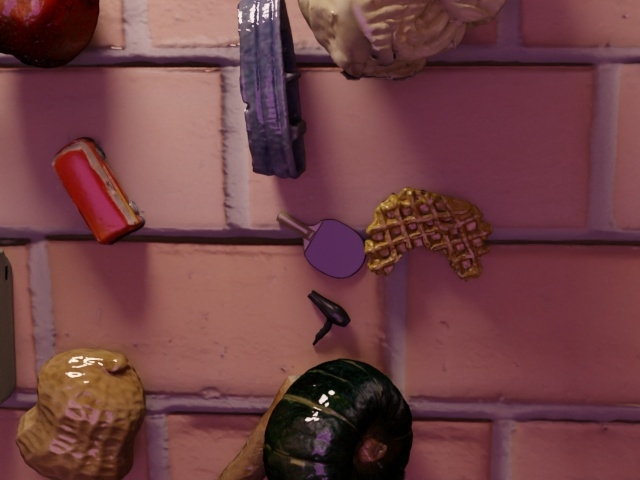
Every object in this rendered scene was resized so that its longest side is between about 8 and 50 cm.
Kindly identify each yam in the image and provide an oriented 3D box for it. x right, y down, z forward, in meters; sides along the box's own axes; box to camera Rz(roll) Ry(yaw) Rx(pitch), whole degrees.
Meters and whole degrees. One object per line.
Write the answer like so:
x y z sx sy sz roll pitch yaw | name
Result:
-0.099 0.345 1.515 0.066 0.066 0.299 34 100 -2 | yam

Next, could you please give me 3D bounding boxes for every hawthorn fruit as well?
-0.414 -0.375 1.371 0.181 0.181 0.235 14 90 2 | hawthorn fruit

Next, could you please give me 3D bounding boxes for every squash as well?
0.030 0.307 1.414 0.165 0.252 0.252 15 104 45 | squash

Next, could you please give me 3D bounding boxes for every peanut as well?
-0.380 0.286 1.502 0.197 0.110 0.233 21 102 0 | peanut

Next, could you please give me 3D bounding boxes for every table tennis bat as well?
0.000 0.000 1.477 0.157 0.013 0.087 32 101 -2 | table tennis bat

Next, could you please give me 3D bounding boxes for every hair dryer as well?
-0.001 0.130 1.494 0.079 0.031 0.083 37 108 8 | hair dryer

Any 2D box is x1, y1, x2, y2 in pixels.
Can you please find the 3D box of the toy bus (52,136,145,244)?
-0.354 -0.077 1.456 0.079 0.077 0.174 -30 96 8 | toy bus

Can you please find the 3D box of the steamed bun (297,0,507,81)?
0.077 -0.396 1.295 0.347 0.237 0.394 36 71 -27 | steamed bun

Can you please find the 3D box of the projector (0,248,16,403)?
-0.609 0.139 1.494 0.198 0.108 0.250 2 100 5 | projector

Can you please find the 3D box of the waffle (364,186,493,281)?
0.167 -0.002 1.446 0.194 0.051 0.148 15 100 -4 | waffle

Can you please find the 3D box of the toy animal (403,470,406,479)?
0.010 0.495 1.505 0.197 0.272 0.160 4 122 40 | toy animal

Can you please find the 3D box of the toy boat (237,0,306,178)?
-0.069 -0.233 1.386 0.078 0.127 0.282 -4 101 11 | toy boat
